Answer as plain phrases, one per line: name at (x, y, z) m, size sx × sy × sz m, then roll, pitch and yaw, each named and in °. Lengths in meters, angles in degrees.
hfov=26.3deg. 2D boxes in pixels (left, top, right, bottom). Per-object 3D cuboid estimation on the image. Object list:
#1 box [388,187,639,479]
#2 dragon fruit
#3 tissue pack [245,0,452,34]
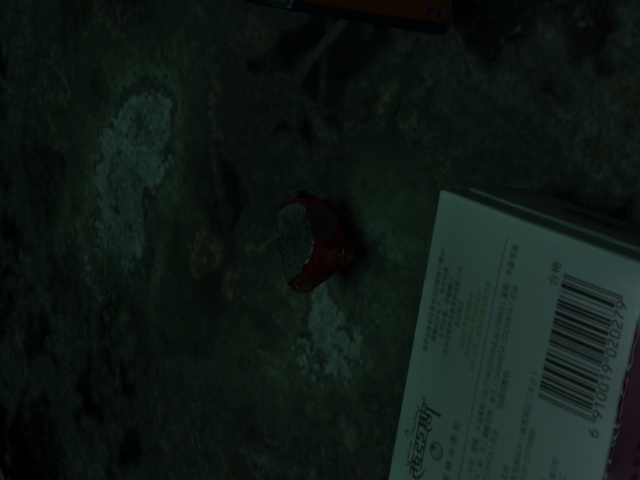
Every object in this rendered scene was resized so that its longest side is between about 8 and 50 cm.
box at (0.161, 0.109, 0.962) m, size 0.194 × 0.111 × 0.261 m, roll 25°, pitch 113°, yaw 47°
dragon fruit at (0.000, 0.000, 1.183) m, size 0.056 × 0.060 × 0.083 m, roll -37°, pitch 55°, yaw 42°
tissue pack at (0.010, -0.217, 1.078) m, size 0.120 × 0.169 × 0.082 m, roll 25°, pitch 108°, yaw 47°
